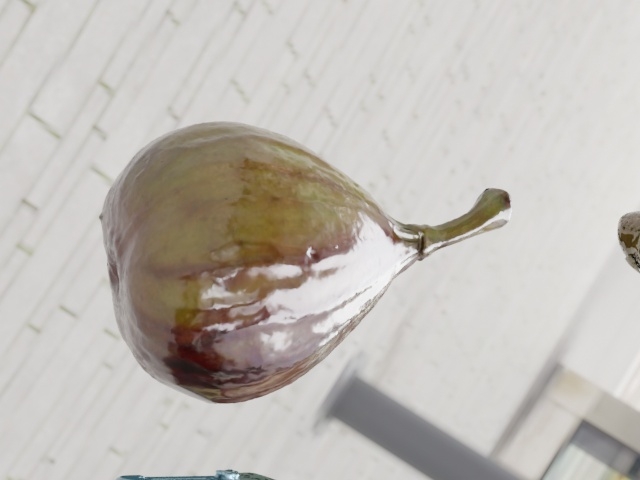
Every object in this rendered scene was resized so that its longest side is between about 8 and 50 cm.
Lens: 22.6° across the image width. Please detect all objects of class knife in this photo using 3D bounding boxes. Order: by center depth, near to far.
[{"bbox_3d":[-0.062,0.120,0.803,0.096,0.027,0.010,5,91,-42],"label":"knife"}]

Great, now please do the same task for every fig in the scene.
[{"bbox_3d":[0.000,0.000,1.205,0.320,0.217,0.217,-13,149,-12],"label":"fig"}]

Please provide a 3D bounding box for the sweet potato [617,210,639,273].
[{"bbox_3d":[0.317,0.018,0.978,0.124,0.310,0.098,12,84,-64],"label":"sweet potato"}]
